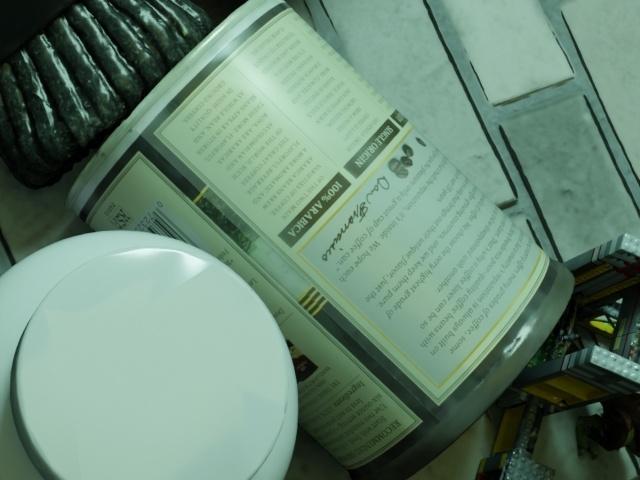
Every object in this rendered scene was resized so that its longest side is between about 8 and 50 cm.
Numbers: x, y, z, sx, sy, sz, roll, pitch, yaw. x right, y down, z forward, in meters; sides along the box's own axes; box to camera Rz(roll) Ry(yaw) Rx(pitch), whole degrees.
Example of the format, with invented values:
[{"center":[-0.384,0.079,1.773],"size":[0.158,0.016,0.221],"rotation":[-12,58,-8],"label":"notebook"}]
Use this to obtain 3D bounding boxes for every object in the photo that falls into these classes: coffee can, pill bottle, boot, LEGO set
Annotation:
[{"center":[0.000,0.000,0.856],"size":[0.275,0.201,0.201],"rotation":[44,67,-3],"label":"coffee can"},{"center":[-0.122,0.102,0.722],"size":[0.182,0.323,0.181],"rotation":[5,74,-17],"label":"pill bottle"},{"center":[-0.157,-0.229,0.842],"size":[0.260,0.131,0.348],"rotation":[45,111,0],"label":"boot"},{"center":[0.233,0.153,0.897],"size":[0.255,0.192,0.331],"rotation":[32,69,-8],"label":"LEGO set"}]
